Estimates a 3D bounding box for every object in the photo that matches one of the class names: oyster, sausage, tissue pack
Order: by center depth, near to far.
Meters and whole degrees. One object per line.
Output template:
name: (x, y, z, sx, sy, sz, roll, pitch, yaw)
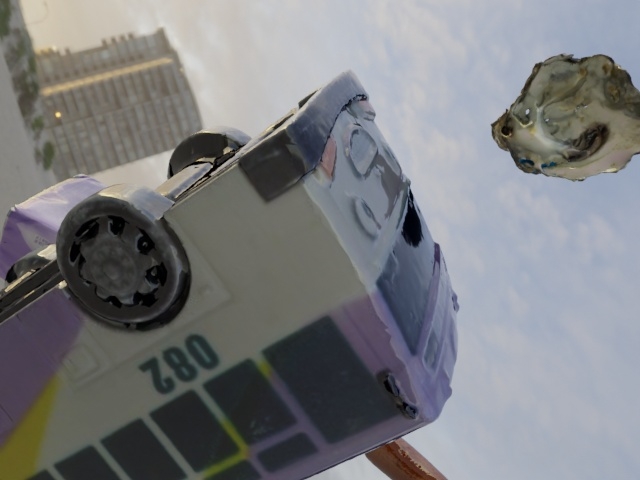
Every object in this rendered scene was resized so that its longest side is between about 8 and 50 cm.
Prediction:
oyster: (0.396, -0.180, 1.142, 0.214, 0.083, 0.223, -49, -118, 21)
tissue pack: (-0.352, 0.043, 1.269, 0.338, 0.242, 0.160, 29, -68, 4)
sausage: (0.207, 0.514, 1.626, 0.300, 0.083, 0.089, 35, -66, 38)

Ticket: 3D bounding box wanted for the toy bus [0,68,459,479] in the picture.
toy bus: (-0.112, 0.084, 0.556, 0.249, 0.439, 0.209, 55, 22, -11)
